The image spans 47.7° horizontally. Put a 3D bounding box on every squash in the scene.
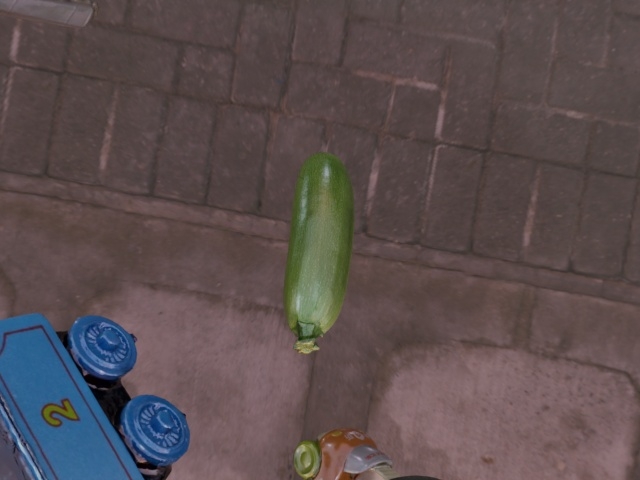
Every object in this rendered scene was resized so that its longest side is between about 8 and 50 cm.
[{"bbox_3d":[0.000,0.000,1.164,0.107,0.107,0.395,7,53,-1],"label":"squash"}]

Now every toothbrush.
[{"bbox_3d":[-0.274,-0.177,0.501,0.030,0.297,0.031,-34,79,31],"label":"toothbrush"}]

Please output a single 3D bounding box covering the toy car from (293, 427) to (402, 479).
[{"bbox_3d":[0.069,0.443,1.237,0.145,0.235,0.235,13,89,-44],"label":"toy car"}]

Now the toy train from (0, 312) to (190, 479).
[{"bbox_3d":[-0.335,0.253,0.946,0.188,0.265,0.300,-44,74,24],"label":"toy train"}]

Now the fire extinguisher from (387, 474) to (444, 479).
[{"bbox_3d":[0.049,0.178,0.397,0.118,0.294,0.093,19,73,11],"label":"fire extinguisher"}]
